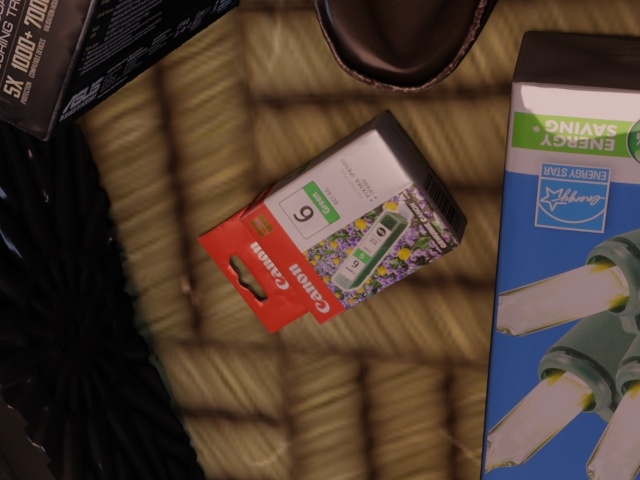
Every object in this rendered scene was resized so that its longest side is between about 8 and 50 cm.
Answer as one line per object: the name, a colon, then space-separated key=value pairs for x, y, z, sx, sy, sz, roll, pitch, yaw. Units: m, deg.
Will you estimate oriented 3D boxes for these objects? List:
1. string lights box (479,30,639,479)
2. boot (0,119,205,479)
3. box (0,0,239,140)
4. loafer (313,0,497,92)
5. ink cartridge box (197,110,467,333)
string lights box: x=0.136 y=0.054 z=0.448 sx=0.133 sy=0.077 sz=0.260 roll=6 pitch=115 yaw=12
boot: x=-0.226 y=0.064 z=0.526 sx=0.260 sy=0.131 sz=0.348 roll=-9 pitch=111 yaw=20
box: x=-0.061 y=-0.136 z=0.358 sx=0.077 sy=0.180 sz=0.147 roll=28 pitch=119 yaw=1
loafer: x=0.030 y=-0.133 z=0.371 sx=0.080 sy=0.078 sz=0.220 roll=14 pitch=136 yaw=10
ink cartridge box: x=0.000 y=0.000 z=0.489 sx=0.115 sy=0.029 sz=0.063 roll=-32 pitch=103 yaw=25
